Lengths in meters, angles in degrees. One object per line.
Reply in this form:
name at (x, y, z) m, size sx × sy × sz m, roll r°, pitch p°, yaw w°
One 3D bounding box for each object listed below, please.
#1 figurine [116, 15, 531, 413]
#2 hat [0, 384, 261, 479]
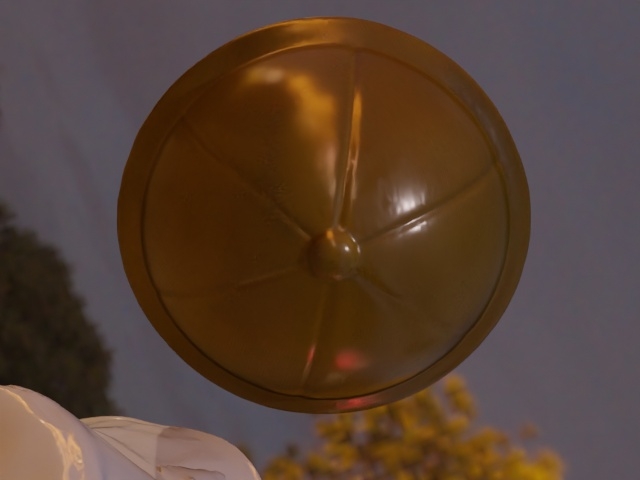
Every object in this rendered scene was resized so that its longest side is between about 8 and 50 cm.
figurine at (0.001, 0.005, 0.950) m, size 0.257 × 0.192 × 0.167 m, roll 92°, pitch -18°, yaw -73°
hat at (-0.123, 0.133, 0.784) m, size 0.203 × 0.203 × 0.126 m, roll 60°, pitch 6°, yaw 37°
